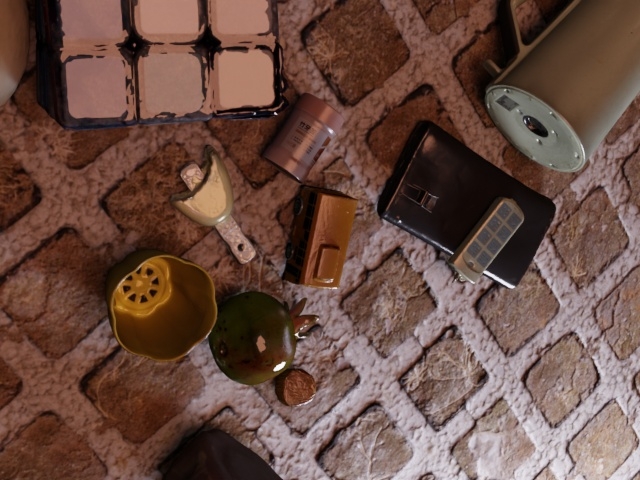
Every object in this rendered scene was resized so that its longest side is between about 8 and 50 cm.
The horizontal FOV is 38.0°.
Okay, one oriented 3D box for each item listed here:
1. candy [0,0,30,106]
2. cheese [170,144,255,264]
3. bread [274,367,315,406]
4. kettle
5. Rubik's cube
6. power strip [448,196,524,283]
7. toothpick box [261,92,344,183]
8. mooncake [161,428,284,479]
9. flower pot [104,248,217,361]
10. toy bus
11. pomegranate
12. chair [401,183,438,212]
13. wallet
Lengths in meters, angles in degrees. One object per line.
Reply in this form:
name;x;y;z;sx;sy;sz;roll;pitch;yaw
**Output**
candy;-0.641;-0.370;1.411;0.386;0.186;0.427;-1;98;-22
cheese;-0.194;-0.054;1.770;0.127;0.050;0.235;-40;117;-15
bread;-0.054;0.302;1.921;0.085;0.053;0.085;0;89;-26
kettle;0.522;-0.397;1.964;0.361;0.250;0.377;42;78;1
Rubik's cube;-0.274;-0.364;1.481;0.363;0.359;0.362;-5;105;-17
power strip;0.353;0.003;1.993;0.080;0.029;0.227;42;83;-28
toothpick box;-0.034;-0.196;1.788;0.098;0.098;0.149;36;86;-28
mooncake;-0.166;0.518;1.791;0.306;0.306;0.154;39;96;-28
flower pot;-0.303;0.103;1.680;0.195;0.179;0.195;-5;103;-24
toy bus;0.000;0.000;1.841;0.098;0.114;0.201;9;98;-27
pomegranate;-0.106;0.180;1.808;0.224;0.181;0.181;-17;109;-38
chair;0.210;-0.086;1.900;0.086;0.042;0.037;26;93;-26
wallet;0.322;-0.070;2.015;0.406;0.062;0.228;28;89;-27
